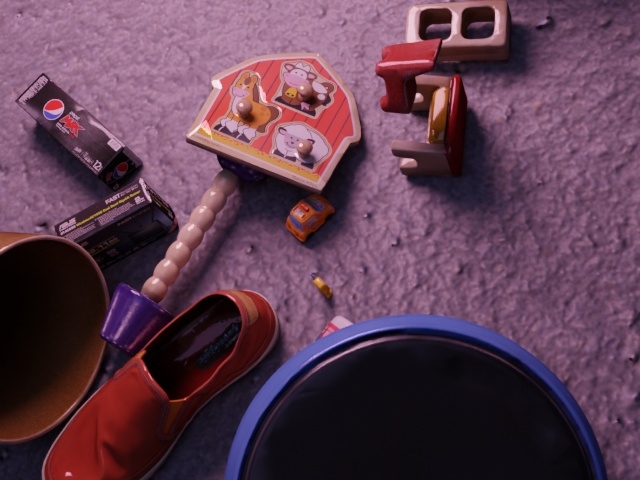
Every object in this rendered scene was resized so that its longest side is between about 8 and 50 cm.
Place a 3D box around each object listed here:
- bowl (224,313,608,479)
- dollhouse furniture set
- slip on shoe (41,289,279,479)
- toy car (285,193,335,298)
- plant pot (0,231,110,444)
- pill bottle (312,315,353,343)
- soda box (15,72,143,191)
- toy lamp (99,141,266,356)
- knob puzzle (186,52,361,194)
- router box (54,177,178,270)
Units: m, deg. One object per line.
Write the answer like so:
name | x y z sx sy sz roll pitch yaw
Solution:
bowl | 0.094 0.265 1.249 0.391 0.077 0.391 0 82 1
dollhouse furniture set | 0.161 -0.279 1.425 0.152 0.201 0.374 1 70 16
slip on shoe | -0.189 0.172 1.418 0.331 0.101 0.123 -42 67 0
toy car | 0.000 0.000 1.458 0.060 0.040 0.122 -28 65 5
plant pot | -0.416 0.083 1.465 0.254 0.237 0.237 15 75 35
pill bottle | 0.001 0.180 1.355 0.108 0.108 0.180 38 84 24
soda box | -0.302 -0.136 1.584 0.169 0.060 0.053 41 87 24
toy lamp | -0.163 0.011 1.484 0.080 0.080 0.274 30 78 23
knob puzzle | -0.040 -0.160 1.494 0.213 0.030 0.213 4 55 -6
router box | -0.241 -0.016 1.505 0.122 0.092 0.038 -29 65 5
